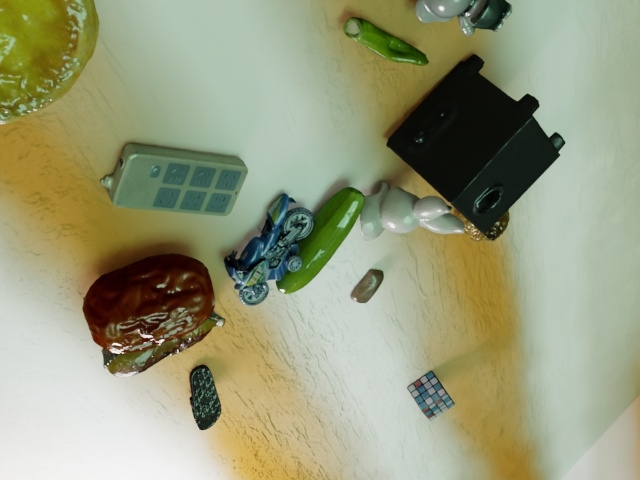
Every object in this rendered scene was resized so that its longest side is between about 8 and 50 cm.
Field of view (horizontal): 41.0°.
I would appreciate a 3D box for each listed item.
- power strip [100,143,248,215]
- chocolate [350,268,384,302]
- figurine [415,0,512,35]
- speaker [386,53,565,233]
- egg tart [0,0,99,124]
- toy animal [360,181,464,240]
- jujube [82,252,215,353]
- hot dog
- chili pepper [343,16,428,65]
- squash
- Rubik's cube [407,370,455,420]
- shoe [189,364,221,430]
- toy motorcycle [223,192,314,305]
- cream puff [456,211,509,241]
[{"bbox_3d":[-0.260,-0.109,1.567,0.270,0.046,0.118,4,128,-36],"label":"power strip"},{"bbox_3d":[0.119,0.116,2.071,0.064,0.031,0.101,14,121,-48],"label":"chocolate"},{"bbox_3d":[0.247,-0.437,1.520,0.192,0.126,0.147,18,130,-26],"label":"figurine"},{"bbox_3d":[0.313,-0.193,1.713,0.254,0.232,0.184,-47,141,8],"label":"speaker"},{"bbox_3d":[-0.465,-0.301,1.165,0.318,0.128,0.319,-17,136,-17],"label":"egg tart"},{"bbox_3d":[0.198,-0.065,1.818,0.220,0.131,0.104,-3,128,23],"label":"toy animal"},{"bbox_3d":[-0.330,0.120,1.654,0.250,0.174,0.174,-16,138,-11],"label":"jujube"},{"bbox_3d":[-0.327,0.210,1.786,0.270,0.082,0.162,-22,178,-21],"label":"hot dog"},{"bbox_3d":[0.117,-0.359,1.561,0.201,0.052,0.050,13,152,-44],"label":"chili pepper"},{"bbox_3d":[0.000,0.000,1.826,0.082,0.082,0.292,16,119,-44],"label":"squash"},{"bbox_3d":[0.324,0.456,2.511,0.092,0.092,0.092,-35,141,1],"label":"Rubik's cube"},{"bbox_3d":[-0.283,0.367,2.046,0.071,0.049,0.179,-19,120,-25],"label":"shoe"},{"bbox_3d":[-0.114,0.022,1.771,0.135,0.092,0.254,25,105,-37],"label":"toy motorcycle"},{"bbox_3d":[0.393,-0.049,2.036,0.119,0.104,0.133,-44,141,2],"label":"cream puff"}]
